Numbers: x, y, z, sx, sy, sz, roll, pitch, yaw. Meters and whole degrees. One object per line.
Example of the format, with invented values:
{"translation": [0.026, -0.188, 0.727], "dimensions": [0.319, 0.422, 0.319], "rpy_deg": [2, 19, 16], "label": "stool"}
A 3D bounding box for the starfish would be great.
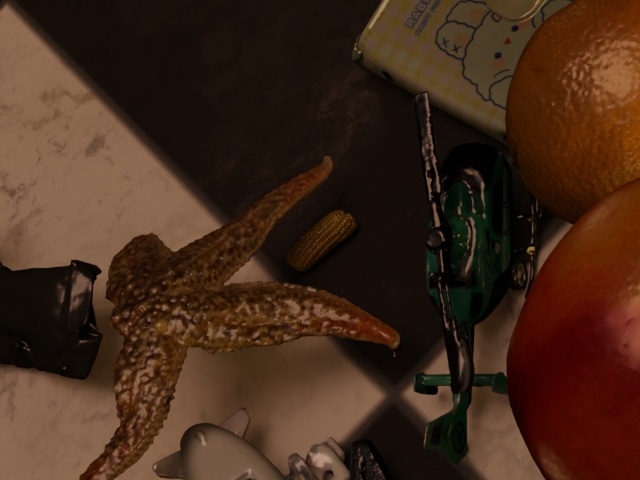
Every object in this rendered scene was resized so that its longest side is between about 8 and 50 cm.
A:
{"translation": [-0.125, 0.087, 1.849], "dimensions": [0.384, 0.132, 0.398], "rpy_deg": [-18, 35, -1], "label": "starfish"}

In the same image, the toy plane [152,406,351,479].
{"translation": [-0.079, 0.282, 1.778], "dimensions": [0.245, 0.117, 0.244], "rpy_deg": [-7, 50, 9], "label": "toy plane"}

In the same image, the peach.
{"translation": [0.344, 0.125, 1.436], "dimensions": [0.388, 0.388, 0.388], "rpy_deg": [-16, 56, 24], "label": "peach"}

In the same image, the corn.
{"translation": [0.000, 0.000, 1.944], "dimensions": [0.092, 0.037, 0.037], "rpy_deg": [-42, 49, 9], "label": "corn"}

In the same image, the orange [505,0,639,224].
{"translation": [0.309, -0.133, 1.698], "dimensions": [0.264, 0.264, 0.264], "rpy_deg": [-16, 56, 24], "label": "orange"}

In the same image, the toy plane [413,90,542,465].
{"translation": [0.148, 0.043, 1.753], "dimensions": [0.106, 0.155, 0.381], "rpy_deg": [-2, 79, 31], "label": "toy plane"}

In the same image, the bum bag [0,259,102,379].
{"translation": [-0.354, 0.090, 2.076], "dimensions": [0.326, 0.080, 0.142], "rpy_deg": [5, 83, 47], "label": "bum bag"}

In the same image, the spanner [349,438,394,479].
{"translation": [0.075, 0.345, 1.671], "dimensions": [0.096, 0.040, 0.325], "rpy_deg": [-24, 58, 18], "label": "spanner"}

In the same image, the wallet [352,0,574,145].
{"translation": [0.201, -0.232, 1.930], "dimensions": [0.309, 0.077, 0.223], "rpy_deg": [32, 86, 39], "label": "wallet"}
